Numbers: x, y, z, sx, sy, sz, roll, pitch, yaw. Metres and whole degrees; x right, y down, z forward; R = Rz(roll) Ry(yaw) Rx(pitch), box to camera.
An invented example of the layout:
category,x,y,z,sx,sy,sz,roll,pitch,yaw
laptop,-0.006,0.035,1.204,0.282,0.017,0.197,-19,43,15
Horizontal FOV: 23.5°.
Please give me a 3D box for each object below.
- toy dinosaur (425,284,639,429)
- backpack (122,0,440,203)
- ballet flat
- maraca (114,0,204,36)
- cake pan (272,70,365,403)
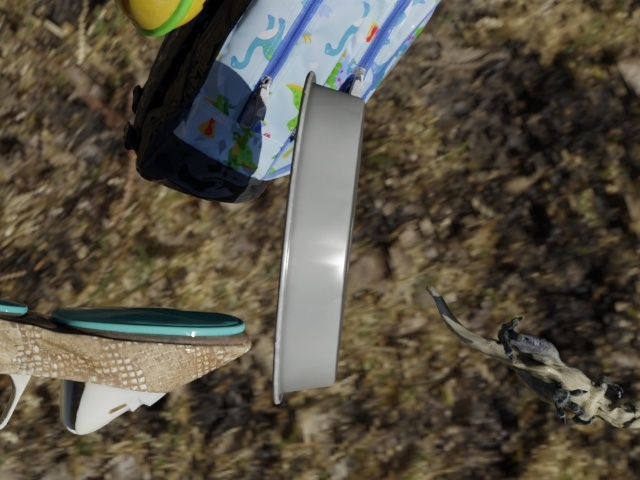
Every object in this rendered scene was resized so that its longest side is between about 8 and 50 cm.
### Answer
category,x,y,z,sx,sy,sz,roll,pitch,yaw
toy dinosaur,0.206,0.118,1.442,0.268,0.118,0.064,31,91,9
backpack,-0.032,-0.228,1.624,0.273,0.290,0.356,18,109,-7
ballet flat,-0.138,0.060,0.754,0.206,0.073,0.067,7,94,-12
maraca,-0.141,-0.269,1.355,0.099,0.127,0.186,10,67,-41
cake pan,0.000,0.000,1.350,0.054,0.293,0.293,6,78,2
